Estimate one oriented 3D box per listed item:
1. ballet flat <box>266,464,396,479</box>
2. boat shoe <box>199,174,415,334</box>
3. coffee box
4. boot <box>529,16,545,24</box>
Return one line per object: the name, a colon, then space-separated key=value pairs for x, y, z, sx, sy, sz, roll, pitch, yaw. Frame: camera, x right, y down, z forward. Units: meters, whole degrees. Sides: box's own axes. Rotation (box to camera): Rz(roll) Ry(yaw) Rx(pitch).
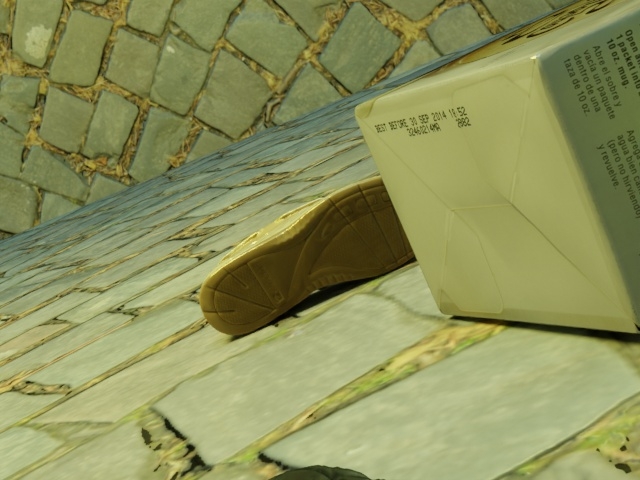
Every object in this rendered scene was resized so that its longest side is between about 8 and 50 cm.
ballet flat: x=0.029 y=0.089 z=0.306 sx=0.049 sy=0.057 sz=0.173 roll=21 pitch=-20 yaw=-36
boat shoe: x=0.000 y=0.000 z=0.761 sx=0.170 sy=0.063 sz=0.059 roll=-24 pitch=16 yaw=-2
coffee box: x=0.191 y=-0.076 z=0.563 sx=0.297 sy=0.119 sz=0.168 roll=-27 pitch=9 yaw=-20
boot: x=0.247 y=-0.165 z=1.071 sx=0.152 sy=0.073 sz=0.197 roll=-17 pitch=23 yaw=38
